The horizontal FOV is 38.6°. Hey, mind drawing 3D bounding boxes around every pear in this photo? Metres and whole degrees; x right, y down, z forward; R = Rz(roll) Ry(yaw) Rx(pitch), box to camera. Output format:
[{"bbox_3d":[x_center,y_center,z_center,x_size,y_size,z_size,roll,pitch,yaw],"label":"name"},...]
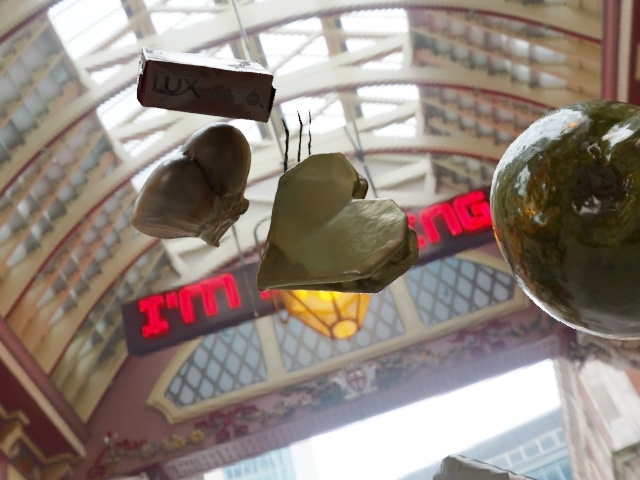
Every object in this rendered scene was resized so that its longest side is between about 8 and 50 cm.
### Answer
[{"bbox_3d":[0.409,-0.027,1.252,0.352,0.352,0.413,-32,-22,14],"label":"pear"}]

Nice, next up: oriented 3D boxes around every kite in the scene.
[{"bbox_3d":[-0.043,-0.114,1.587,0.127,0.016,0.229,-29,-51,-39],"label":"kite"}]

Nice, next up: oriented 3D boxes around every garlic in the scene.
[{"bbox_3d":[-0.152,-0.068,1.098,0.174,0.099,0.124,-55,-27,-19],"label":"garlic"}]

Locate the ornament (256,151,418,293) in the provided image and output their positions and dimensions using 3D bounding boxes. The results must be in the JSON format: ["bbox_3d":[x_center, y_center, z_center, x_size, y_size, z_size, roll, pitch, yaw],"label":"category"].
[{"bbox_3d":[0.000,0.000,1.038,0.180,0.201,0.059,-38,-45,-2],"label":"ornament"}]

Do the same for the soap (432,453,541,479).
[{"bbox_3d":[0.157,0.298,0.499,0.159,0.258,0.302,-9,-43,42],"label":"soap"}]

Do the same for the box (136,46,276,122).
[{"bbox_3d":[-0.133,-0.179,1.047,0.156,0.111,0.060,4,-73,-15],"label":"box"}]
